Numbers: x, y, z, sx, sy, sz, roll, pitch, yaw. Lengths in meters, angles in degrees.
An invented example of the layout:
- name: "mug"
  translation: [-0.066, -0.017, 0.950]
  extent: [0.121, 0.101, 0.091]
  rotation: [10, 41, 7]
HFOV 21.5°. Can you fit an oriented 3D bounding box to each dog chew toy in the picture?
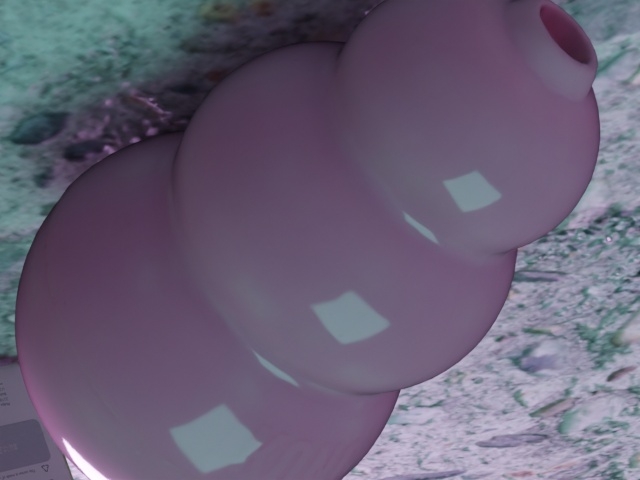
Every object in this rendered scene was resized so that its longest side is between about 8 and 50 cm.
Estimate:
- name: "dog chew toy"
  translation: [0.000, 0.000, 0.824]
  extent: [0.207, 0.206, 0.332]
  rotation: [17, 135, -42]

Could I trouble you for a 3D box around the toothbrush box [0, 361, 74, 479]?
- name: "toothbrush box"
  translation: [-0.322, 0.203, 1.136]
  extent: [0.206, 0.122, 0.283]
  rotation: [-8, 160, -42]
